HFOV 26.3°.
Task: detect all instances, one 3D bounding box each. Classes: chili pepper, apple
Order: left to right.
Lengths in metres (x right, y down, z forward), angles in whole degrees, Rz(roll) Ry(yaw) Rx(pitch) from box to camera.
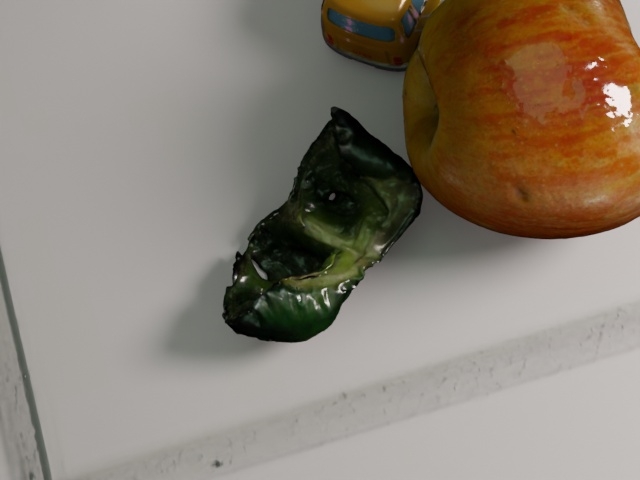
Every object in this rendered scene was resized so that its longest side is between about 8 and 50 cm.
[{"bbox_3d":[-0.002,0.004,1.507,0.148,0.116,0.264,34,84,4],"label":"chili pepper"},{"bbox_3d":[0.210,-0.132,1.409,0.302,0.301,0.301,-2,76,9],"label":"apple"}]

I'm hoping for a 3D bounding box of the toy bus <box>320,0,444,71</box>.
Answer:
[{"bbox_3d":[0.081,-0.311,1.547,0.126,0.136,0.209,21,79,13],"label":"toy bus"}]
